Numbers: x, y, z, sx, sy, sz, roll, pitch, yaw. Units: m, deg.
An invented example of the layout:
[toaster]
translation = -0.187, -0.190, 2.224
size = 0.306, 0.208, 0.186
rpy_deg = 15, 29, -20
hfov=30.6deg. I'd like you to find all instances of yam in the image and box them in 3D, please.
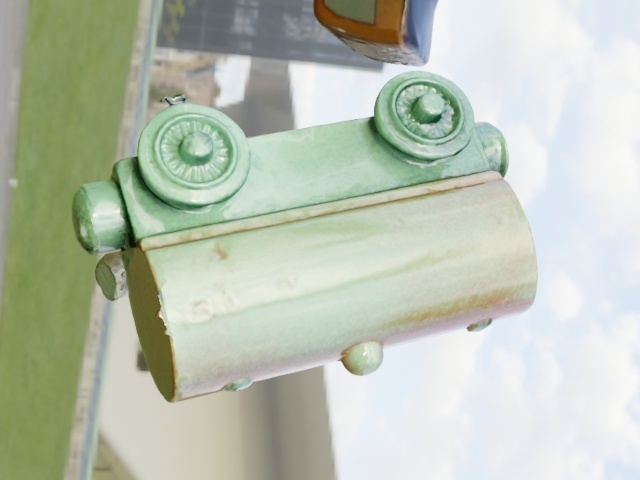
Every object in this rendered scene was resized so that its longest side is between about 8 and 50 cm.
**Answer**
[yam]
translation = -0.123, -0.023, 1.226
size = 0.061, 0.274, 0.061
rpy_deg = 30, -43, 32

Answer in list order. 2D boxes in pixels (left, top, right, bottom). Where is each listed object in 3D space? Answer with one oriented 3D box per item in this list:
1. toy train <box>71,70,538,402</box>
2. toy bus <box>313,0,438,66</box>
[toy train]
translation = 0.000, 0.000, 0.715
size = 0.116, 0.285, 0.177
rpy_deg = 126, -52, -60
[toy bus]
translation = 0.063, -0.339, 0.885
size = 0.093, 0.092, 0.409
rpy_deg = 17, 78, -68
